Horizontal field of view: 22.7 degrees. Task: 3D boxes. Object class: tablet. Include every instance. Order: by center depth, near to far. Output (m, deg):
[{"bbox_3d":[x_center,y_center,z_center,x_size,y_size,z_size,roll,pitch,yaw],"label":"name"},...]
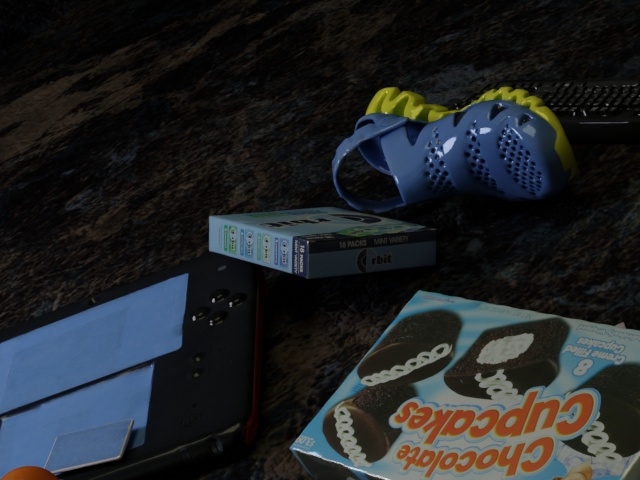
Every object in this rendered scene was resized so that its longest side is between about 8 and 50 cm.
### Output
[{"bbox_3d":[-0.213,0.190,1.465,0.083,0.006,0.054,-14,32,19],"label":"tablet"}]

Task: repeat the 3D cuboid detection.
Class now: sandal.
[{"bbox_3d":[0.127,-0.078,1.636,0.138,0.126,0.317,-39,24,-29],"label":"sandal"}]

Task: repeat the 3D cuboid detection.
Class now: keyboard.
[{"bbox_3d":[0.246,-0.131,1.743,0.317,0.033,0.201,4,37,49],"label":"keyboard"}]

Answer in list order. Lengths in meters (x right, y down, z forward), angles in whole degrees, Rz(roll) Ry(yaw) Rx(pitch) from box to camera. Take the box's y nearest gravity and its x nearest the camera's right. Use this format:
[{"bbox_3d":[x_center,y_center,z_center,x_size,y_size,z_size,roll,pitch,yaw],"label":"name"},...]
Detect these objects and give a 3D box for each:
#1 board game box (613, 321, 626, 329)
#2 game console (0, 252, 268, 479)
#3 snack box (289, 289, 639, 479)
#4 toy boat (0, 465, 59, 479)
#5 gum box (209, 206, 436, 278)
[{"bbox_3d":[0.215,0.110,1.291,0.090,0.020,0.090,-23,24,10],"label":"board game box"},{"bbox_3d":[-0.235,0.155,1.587,0.387,0.060,0.342,-21,24,11],"label":"game console"},{"bbox_3d":[0.141,0.140,1.222,0.322,0.060,0.187,9,51,51],"label":"snack box"},{"bbox_3d":[-0.207,0.243,1.256,0.151,0.151,0.231,-41,22,-32],"label":"toy boat"},{"bbox_3d":[0.000,0.000,1.616,0.157,0.041,0.184,-5,10,-35],"label":"gum box"}]
